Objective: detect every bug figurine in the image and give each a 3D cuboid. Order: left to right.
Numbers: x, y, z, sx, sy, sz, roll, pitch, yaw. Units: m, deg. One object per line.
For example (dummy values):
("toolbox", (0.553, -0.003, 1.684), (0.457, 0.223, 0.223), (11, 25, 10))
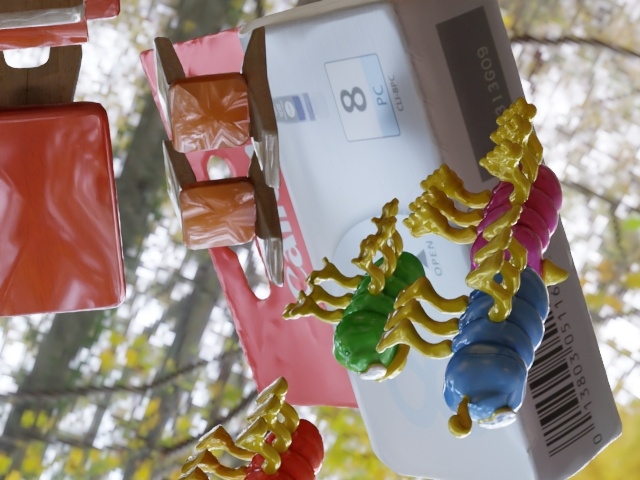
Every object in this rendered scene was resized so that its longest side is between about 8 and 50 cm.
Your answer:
("bug figurine", (0.042, 0.052, 0.803), (0.072, 0.279, 0.216), (37, -132, -12))

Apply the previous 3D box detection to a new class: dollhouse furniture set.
("dollhouse furniture set", (-0.149, -0.052, 0.823), (0.262, 0.259, 0.135), (-6, -135, -6))

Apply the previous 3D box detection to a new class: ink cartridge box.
("ink cartridge box", (0.000, 0.000, 1.089), (0.091, 0.308, 0.385), (-28, -165, -36))
